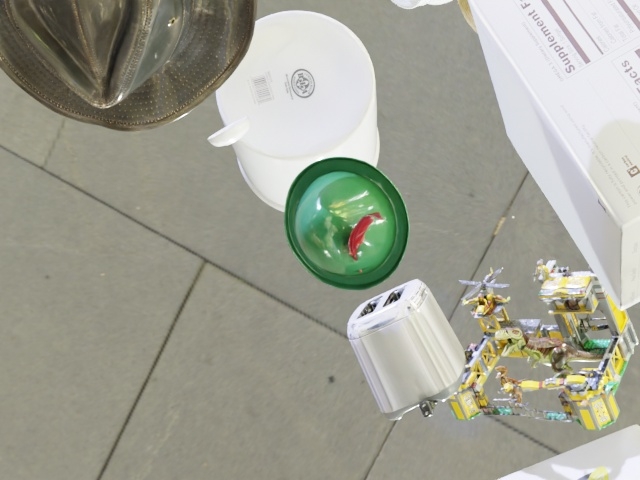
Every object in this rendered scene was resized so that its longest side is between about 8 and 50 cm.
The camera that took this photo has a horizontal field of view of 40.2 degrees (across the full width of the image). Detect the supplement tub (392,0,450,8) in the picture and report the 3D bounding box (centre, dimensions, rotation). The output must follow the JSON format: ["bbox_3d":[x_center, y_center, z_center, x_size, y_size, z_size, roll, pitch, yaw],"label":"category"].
[{"bbox_3d":[0.178,-0.395,1.140,0.200,0.144,0.144,-27,85,-20],"label":"supplement tub"}]

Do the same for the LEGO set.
[{"bbox_3d":[0.315,0.141,1.340,0.331,0.255,0.192,0,125,49],"label":"LEGO set"}]

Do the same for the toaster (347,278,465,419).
[{"bbox_3d":[0.118,0.150,1.228,0.129,0.227,0.146,-27,93,16],"label":"toaster"}]

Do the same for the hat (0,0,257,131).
[{"bbox_3d":[-0.209,-0.221,0.830,0.331,0.134,0.331,-2,129,-3],"label":"hat"}]

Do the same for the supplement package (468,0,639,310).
[{"bbox_3d":[0.240,-0.089,0.676,0.145,0.262,0.204,-30,67,7],"label":"supplement package"}]

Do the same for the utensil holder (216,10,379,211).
[{"bbox_3d":[-0.035,-0.253,1.815,0.328,0.385,0.327,0,78,2],"label":"utensil holder"}]

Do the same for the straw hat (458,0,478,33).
[{"bbox_3d":[0.284,-0.405,1.435,0.061,0.144,0.144,-27,85,-12],"label":"straw hat"}]

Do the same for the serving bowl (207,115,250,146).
[{"bbox_3d":[-0.159,-0.190,1.563,0.083,0.083,0.027,-27,104,12],"label":"serving bowl"}]

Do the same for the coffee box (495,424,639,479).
[{"bbox_3d":[0.279,0.462,0.889,0.334,0.337,0.338,-33,107,31],"label":"coffee box"}]

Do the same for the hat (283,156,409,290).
[{"bbox_3d":[0.000,0.000,1.035,0.173,0.183,0.208,24,119,15],"label":"hat"}]
